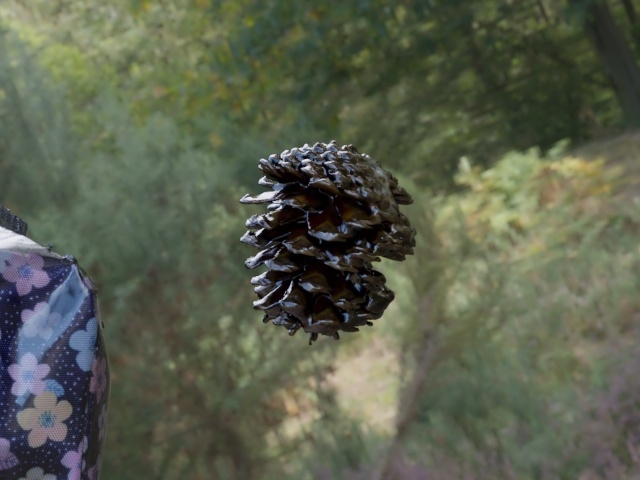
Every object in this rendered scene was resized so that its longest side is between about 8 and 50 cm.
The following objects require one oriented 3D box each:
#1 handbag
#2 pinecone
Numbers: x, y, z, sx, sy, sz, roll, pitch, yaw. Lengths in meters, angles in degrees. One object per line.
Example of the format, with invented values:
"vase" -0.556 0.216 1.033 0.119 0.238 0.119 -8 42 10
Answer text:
"handbag" -0.177 0.091 0.696 0.127 0.228 0.208 5 3 -23
"pinecone" 0.000 0.000 0.588 0.077 0.077 0.083 -90 23 -85
